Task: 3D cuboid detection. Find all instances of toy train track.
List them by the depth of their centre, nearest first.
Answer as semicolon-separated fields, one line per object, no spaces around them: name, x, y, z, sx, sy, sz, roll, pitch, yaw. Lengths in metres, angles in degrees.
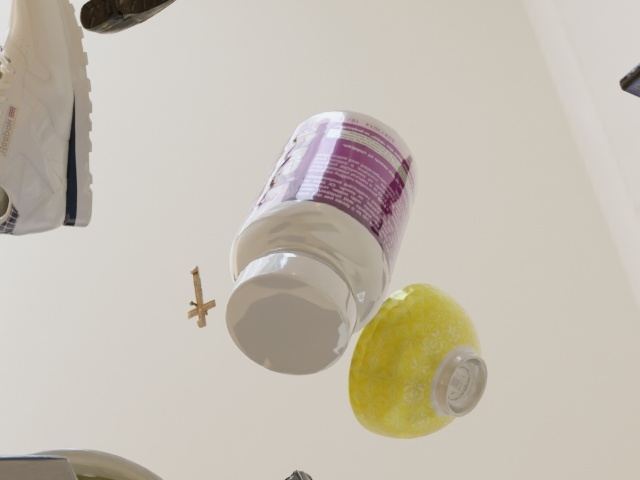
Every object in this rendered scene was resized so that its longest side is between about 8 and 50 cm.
toy train track;-0.158;0.070;1.520;0.048;0.014;0.083;-26;-120;29

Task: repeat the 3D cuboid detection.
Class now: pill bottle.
pill bottle;0.000;0.000;1.264;0.301;0.169;0.169;-68;165;-54

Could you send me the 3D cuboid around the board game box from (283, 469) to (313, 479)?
board game box;-0.064;0.330;1.181;0.026;0.186;0.126;38;16;-36

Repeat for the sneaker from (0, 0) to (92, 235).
sneaker;-0.239;-0.106;0.974;0.090;0.095;0.235;-126;-146;-54

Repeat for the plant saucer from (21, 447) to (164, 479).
plant saucer;-0.319;0.464;1.504;0.100;0.400;0.400;118;-41;-79

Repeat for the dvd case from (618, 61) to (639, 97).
dvd case;0.577;-0.273;1.708;0.253;0.180;0.022;-44;-138;40

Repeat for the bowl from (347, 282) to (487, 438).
bowl;0.202;0.234;2.128;0.156;0.289;0.289;19;-59;43

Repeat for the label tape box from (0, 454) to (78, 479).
label tape box;-0.232;0.232;0.877;0.333;0.106;0.240;67;-25;0

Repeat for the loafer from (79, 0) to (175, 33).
loafer;-0.275;-0.352;1.784;0.061;0.170;0.062;19;61;-64
